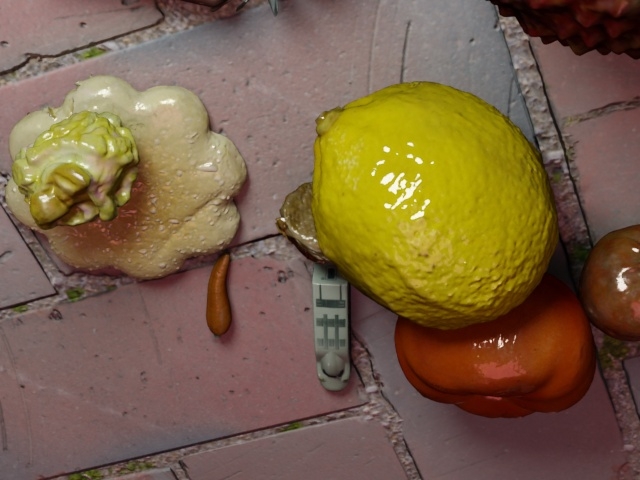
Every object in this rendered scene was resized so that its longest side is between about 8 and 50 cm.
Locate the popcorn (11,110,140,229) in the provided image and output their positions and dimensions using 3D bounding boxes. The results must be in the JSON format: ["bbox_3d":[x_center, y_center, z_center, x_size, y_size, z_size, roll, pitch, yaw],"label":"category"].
[{"bbox_3d":[-0.277,-0.082,1.538,0.145,0.126,0.125,-18,154,-12],"label":"popcorn"}]

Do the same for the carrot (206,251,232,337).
[{"bbox_3d":[-0.134,0.075,1.786,0.035,0.035,0.142,4,125,-1],"label":"carrot"}]

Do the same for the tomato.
[{"bbox_3d":[0.224,0.126,1.707,0.260,0.180,0.260,9,159,3],"label":"tomato"}]

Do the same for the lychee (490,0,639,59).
[{"bbox_3d":[0.308,-0.375,1.172,0.425,0.424,0.500,36,143,-24],"label":"lychee"}]

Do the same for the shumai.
[{"bbox_3d":[0.012,-0.003,1.665,0.139,0.123,0.105,1,142,-16],"label":"shumai"}]

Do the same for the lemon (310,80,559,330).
[{"bbox_3d":[0.125,-0.041,1.534,0.322,0.268,0.268,27,125,-24],"label":"lemon"}]

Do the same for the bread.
[{"bbox_3d":[-0.242,-0.066,1.662,0.316,0.054,0.316,0,130,0],"label":"bread"}]

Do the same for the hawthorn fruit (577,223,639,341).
[{"bbox_3d":[0.394,0.075,1.694,0.149,0.149,0.189,6,125,-3],"label":"hawthorn fruit"}]

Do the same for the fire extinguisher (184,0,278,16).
[{"bbox_3d":[-0.172,-0.303,1.431,0.269,0.104,0.104,13,128,-10],"label":"fire extinguisher"}]

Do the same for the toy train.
[{"bbox_3d":[0.016,0.130,1.812,0.052,0.051,0.233,3,129,5],"label":"toy train"}]
